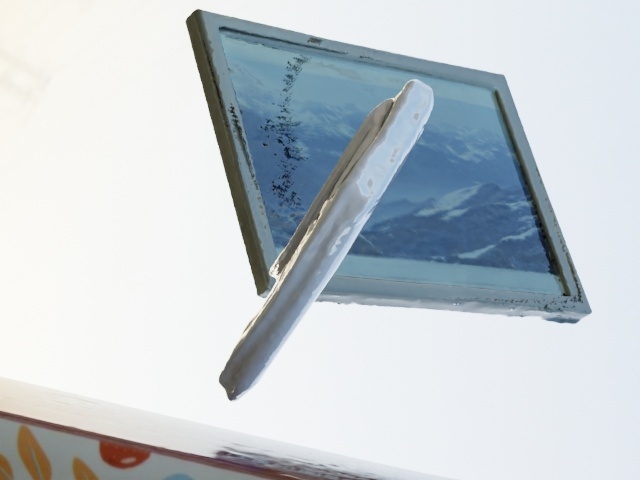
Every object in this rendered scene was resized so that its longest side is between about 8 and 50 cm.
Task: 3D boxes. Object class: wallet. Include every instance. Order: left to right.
[{"bbox_3d":[0.000,0.000,0.848,0.183,0.032,0.124,-55,-176,43],"label":"wallet"}]

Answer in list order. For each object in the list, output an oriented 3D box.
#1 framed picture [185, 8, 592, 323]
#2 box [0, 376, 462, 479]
[{"bbox_3d":[0.059,-0.054,1.257,0.022,0.335,0.247,-41,-126,41],"label":"framed picture"},{"bbox_3d":[-0.124,0.263,0.831,0.122,0.385,0.344,-11,112,-84],"label":"box"}]
